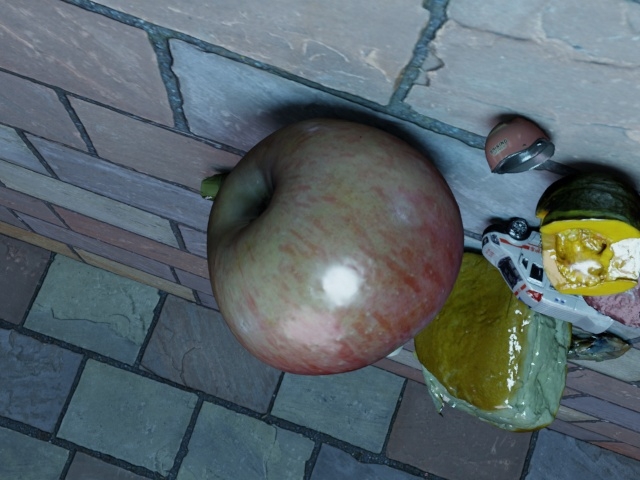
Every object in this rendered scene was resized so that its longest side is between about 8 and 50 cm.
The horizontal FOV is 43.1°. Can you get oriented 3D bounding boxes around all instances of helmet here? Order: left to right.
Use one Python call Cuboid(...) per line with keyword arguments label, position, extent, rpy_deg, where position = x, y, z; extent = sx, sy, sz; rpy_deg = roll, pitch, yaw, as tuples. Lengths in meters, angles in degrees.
Cuboid(label="helmet", position=(0.202, -0.101, 0.843), extent=(0.065, 0.049, 0.084), rpy_deg=(-35, 161, 33))

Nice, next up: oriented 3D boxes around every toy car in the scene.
Cuboid(label="toy car", position=(0.319, 0.049, 1.131), extent=(0.210, 0.108, 0.089), rpy_deg=(19, 166, 3))

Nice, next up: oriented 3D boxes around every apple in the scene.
Cuboid(label="apple", position=(0.000, 0.000, 0.984), extent=(0.345, 0.344, 0.269), rpy_deg=(-1, 134, 54))

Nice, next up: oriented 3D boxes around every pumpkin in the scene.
Cuboid(label="pumpkin", position=(0.301, -0.020, 0.901), extent=(0.119, 0.107, 0.183), rpy_deg=(7, 155, 18))

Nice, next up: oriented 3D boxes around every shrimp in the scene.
Cuboid(label="shrimp", position=(0.484, 0.194, 1.549), extent=(0.178, 0.075, 0.289), rpy_deg=(-7, 150, 45))

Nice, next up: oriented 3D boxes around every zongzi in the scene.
Cuboid(label="zongzi", position=(-0.132, -0.083, 1.379), extent=(0.104, 0.052, 0.113), rpy_deg=(3, 173, 32))

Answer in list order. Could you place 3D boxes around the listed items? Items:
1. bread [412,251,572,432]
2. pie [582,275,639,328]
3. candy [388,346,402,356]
Cuboid(label="bread", position=(0.275, 0.168, 1.342), extent=(0.250, 0.278, 0.225), rpy_deg=(8, 176, 42))
Cuboid(label="pie", position=(0.396, 0.048, 1.029), extent=(0.155, 0.036, 0.154), rpy_deg=(20, 129, 26))
Cuboid(label="candy", position=(0.031, 0.056, 1.345), extent=(0.145, 0.208, 0.359), rpy_deg=(9, 162, 32))
